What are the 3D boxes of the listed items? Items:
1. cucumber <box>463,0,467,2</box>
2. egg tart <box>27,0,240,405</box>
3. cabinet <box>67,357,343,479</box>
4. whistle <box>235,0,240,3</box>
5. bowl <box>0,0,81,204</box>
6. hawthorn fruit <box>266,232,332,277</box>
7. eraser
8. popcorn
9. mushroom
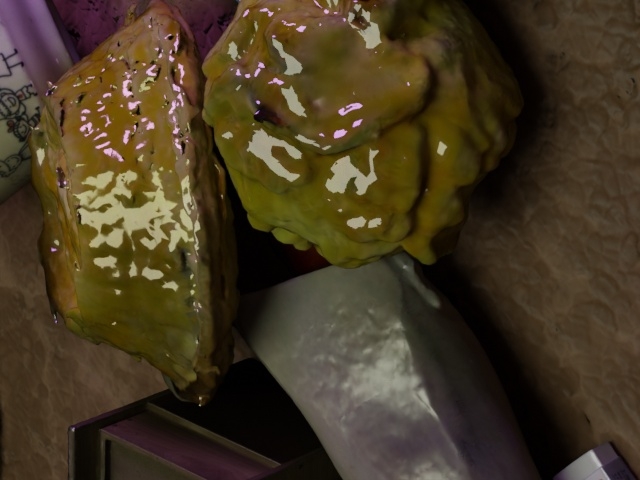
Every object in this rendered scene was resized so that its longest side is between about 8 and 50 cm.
[{"bbox_3d":[0.059,-0.187,1.343,0.133,0.032,0.032,5,105,40],"label":"cucumber"},{"bbox_3d":[-0.158,-0.029,1.422,0.345,0.132,0.345,173,90,-73],"label":"egg tart"},{"bbox_3d":[-0.076,0.217,1.450,0.175,0.215,0.148,19,114,37],"label":"cabinet"},{"bbox_3d":[-0.103,-0.256,1.465,0.186,0.039,0.039,45,127,24],"label":"whistle"},{"bbox_3d":[-0.288,-0.162,1.563,0.126,0.238,0.237,-25,82,-1],"label":"bowl"},{"bbox_3d":[0.000,0.000,1.425,0.081,0.081,0.093,16,141,38],"label":"hawthorn fruit"},{"bbox_3d":[0.229,0.215,1.304,0.122,0.029,0.052,57,132,14],"label":"eraser"},{"bbox_3d":[0.024,-0.106,1.268,0.233,0.192,0.266,12,109,24],"label":"popcorn"},{"bbox_3d":[0.094,0.166,1.336,0.154,0.137,0.407,-37,72,4],"label":"mushroom"}]
